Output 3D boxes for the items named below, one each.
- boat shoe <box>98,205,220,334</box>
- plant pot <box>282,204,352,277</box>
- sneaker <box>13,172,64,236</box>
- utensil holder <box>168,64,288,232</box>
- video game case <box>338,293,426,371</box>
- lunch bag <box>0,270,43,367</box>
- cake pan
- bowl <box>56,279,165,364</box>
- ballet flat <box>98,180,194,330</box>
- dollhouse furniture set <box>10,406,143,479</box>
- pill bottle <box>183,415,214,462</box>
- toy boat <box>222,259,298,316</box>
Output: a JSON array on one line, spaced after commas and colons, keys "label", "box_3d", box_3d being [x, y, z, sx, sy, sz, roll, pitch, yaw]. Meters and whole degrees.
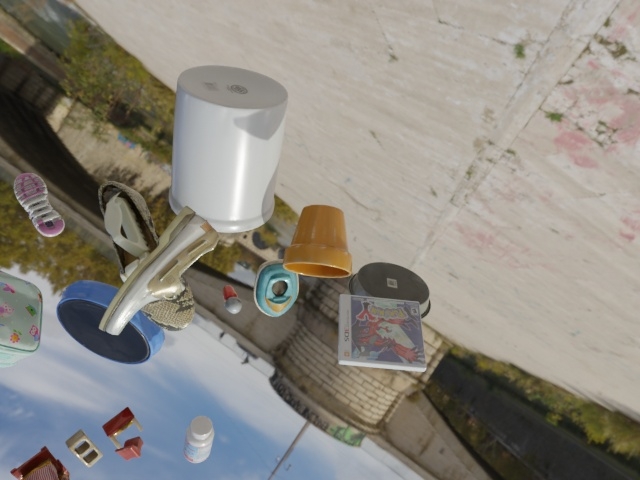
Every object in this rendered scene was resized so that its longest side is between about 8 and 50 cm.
[{"label": "boat shoe", "box_3d": [-0.327, 0.076, 1.058, 0.103, 0.302, 0.113, 37, 172, -11]}, {"label": "plant pot", "box_3d": [0.000, 0.000, 1.543, 0.205, 0.187, 0.205, 6, 166, 2]}, {"label": "sneaker", "box_3d": [-0.936, -0.108, 1.707, 0.236, 0.095, 0.104, 62, 149, 2]}, {"label": "utensil holder", "box_3d": [-0.269, -0.272, 1.511, 0.328, 0.385, 0.327, 10, -144, -7]}, {"label": "video game case", "box_3d": [0.143, 0.215, 1.218, 0.201, 0.183, 0.023, 6, 139, -5]}, {"label": "lunch bag", "box_3d": [-0.804, 0.176, 1.211, 0.279, 0.108, 0.224, 41, -152, -54]}, {"label": "cake pan", "box_3d": [0.242, 0.166, 1.756, 0.293, 0.054, 0.293, 10, -149, -6]}, {"label": "bowl", "box_3d": [-0.750, 0.303, 1.826, 0.391, 0.077, 0.391, 11, 134, 12]}, {"label": "ballet flat", "box_3d": [-0.513, 0.034, 1.439, 0.482, 0.164, 0.182, 60, 178, 18]}, {"label": "dollhouse furniture set", "box_3d": [-0.739, 0.692, 1.617, 0.201, 0.374, 0.152, 23, 143, 47]}, {"label": "pill bottle", "box_3d": [-0.382, 0.624, 1.621, 0.087, 0.160, 0.087, 11, -141, -9]}, {"label": "toy boat", "box_3d": [-0.237, 0.218, 2.089, 0.318, 0.267, 0.148, -9, -150, -17]}]
